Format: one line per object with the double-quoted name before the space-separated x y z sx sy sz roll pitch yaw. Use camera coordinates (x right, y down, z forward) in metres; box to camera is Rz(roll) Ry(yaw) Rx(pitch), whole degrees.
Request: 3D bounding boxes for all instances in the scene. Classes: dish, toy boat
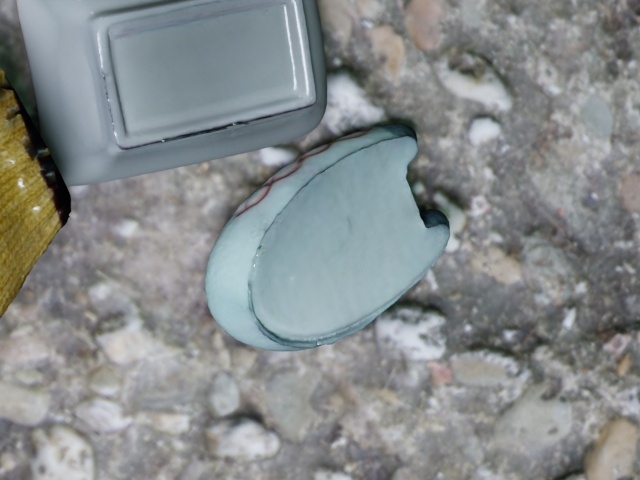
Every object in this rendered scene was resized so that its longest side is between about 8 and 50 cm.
"dish" -0.088 -0.123 1.183 0.212 0.077 0.151 -14 106 -22
"toy boat" 0.000 0.000 1.263 0.207 0.079 0.134 -37 122 -26

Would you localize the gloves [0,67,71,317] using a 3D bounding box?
"gloves" -0.310 0.026 1.064 0.356 0.155 0.203 -42 123 -29
